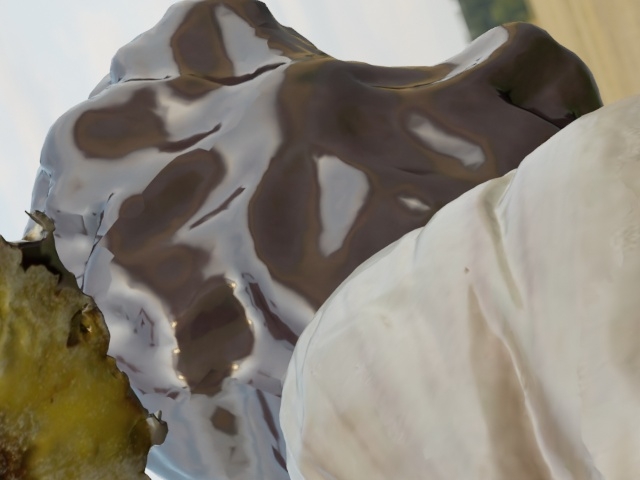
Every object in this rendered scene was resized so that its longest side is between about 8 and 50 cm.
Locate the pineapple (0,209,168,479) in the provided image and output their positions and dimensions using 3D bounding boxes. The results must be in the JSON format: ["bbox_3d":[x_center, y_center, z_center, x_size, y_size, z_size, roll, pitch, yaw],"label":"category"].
[{"bbox_3d":[-0.125,0.094,0.602,0.221,0.047,0.221,9,-102,-52],"label":"pineapple"}]

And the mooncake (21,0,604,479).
[{"bbox_3d":[0.000,0.000,1.190,0.212,0.381,0.350,75,-157,-44],"label":"mooncake"}]

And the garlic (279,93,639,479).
[{"bbox_3d":[0.134,0.097,0.632,0.259,0.317,0.317,-27,-82,-63],"label":"garlic"}]
